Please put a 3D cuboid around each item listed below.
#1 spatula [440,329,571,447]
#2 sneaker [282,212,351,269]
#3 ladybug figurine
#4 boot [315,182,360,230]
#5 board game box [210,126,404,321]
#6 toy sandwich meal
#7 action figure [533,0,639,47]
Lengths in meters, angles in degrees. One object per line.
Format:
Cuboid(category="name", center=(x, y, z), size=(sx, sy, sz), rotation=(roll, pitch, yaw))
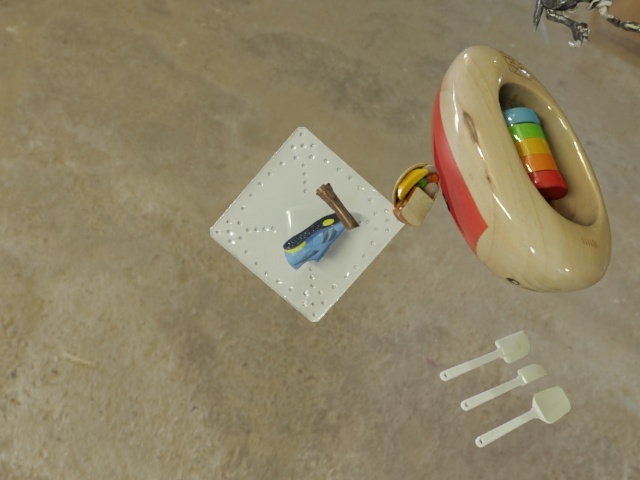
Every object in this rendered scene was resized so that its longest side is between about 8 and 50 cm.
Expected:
Cuboid(category="spatula", center=(0.324, 0.258, 1.271), size=(0.242, 0.019, 0.168), rotation=(-13, 70, -37))
Cuboid(category="sneaker", center=(0.000, 0.000, 1.915), size=(0.209, 0.082, 0.069), rotation=(-33, 29, -17))
Cuboid(category="ladybug figurine", center=(0.298, -0.111, 1.164), size=(0.305, 0.162, 0.449), rotation=(11, 56, -36))
Cuboid(category="boot", center=(0.039, -0.067, 1.523), size=(0.114, 0.037, 0.106), rotation=(48, 11, 2))
Cuboid(category="board game box", center=(-0.033, -0.042, 2.007), size=(0.390, 0.390, 0.050), rotation=(41, 5, -5))
Cuboid(category="toy sandwich meal", center=(0.127, -0.059, 0.949), size=(0.085, 0.086, 0.029), rotation=(-11, 32, -29))
Cuboid(category="action figure", center=(0.488, -0.428, 1.316), size=(0.275, 0.164, 0.141), rotation=(24, 10, 19))
